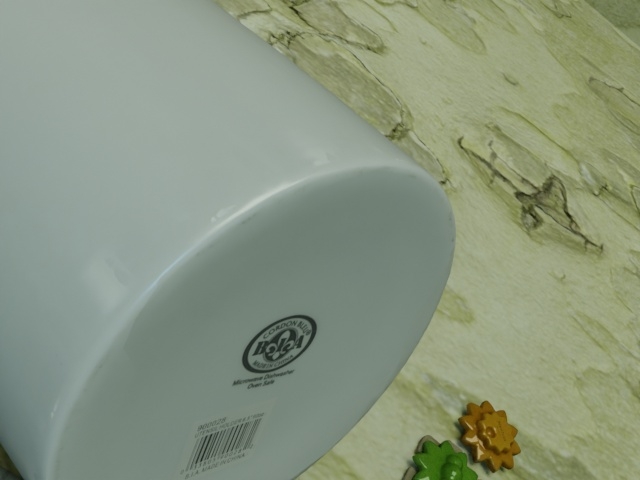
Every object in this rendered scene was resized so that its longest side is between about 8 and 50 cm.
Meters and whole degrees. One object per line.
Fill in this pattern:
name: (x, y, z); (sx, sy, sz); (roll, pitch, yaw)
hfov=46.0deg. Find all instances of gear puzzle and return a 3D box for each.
gear puzzle: (0.159, 0.301, 0.797); (0.175, 0.044, 0.339); (40, 44, -1)

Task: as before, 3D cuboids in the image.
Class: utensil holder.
utensil holder: (-0.140, -0.029, 0.558); (0.327, 0.328, 0.385); (-15, 44, -41)

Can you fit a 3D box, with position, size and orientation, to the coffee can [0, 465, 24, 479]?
coffee can: (-0.195, 0.265, 0.464); (0.275, 0.201, 0.202); (34, 44, -8)
